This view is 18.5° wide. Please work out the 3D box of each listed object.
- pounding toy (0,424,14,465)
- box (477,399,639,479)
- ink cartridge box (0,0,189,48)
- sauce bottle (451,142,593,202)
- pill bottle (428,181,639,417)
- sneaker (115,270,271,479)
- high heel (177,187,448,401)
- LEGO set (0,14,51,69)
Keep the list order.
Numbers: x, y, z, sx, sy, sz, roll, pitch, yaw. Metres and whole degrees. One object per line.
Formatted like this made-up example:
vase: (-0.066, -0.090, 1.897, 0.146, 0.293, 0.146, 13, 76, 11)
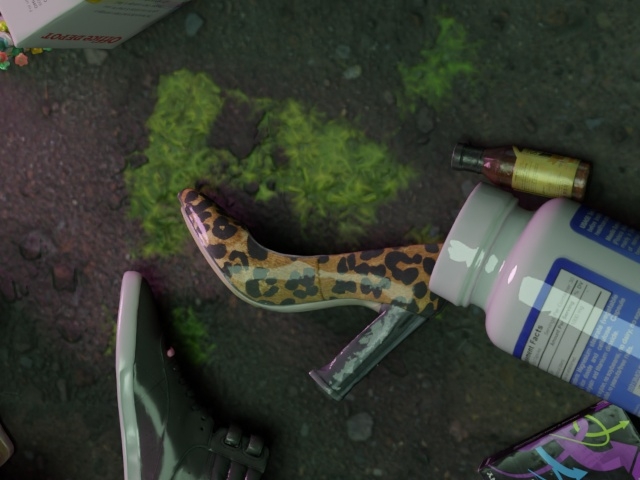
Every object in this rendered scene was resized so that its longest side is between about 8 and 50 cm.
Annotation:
pounding toy: (-0.410, 0.186, 2.011, 0.154, 0.155, 0.270, 20, 112, 15)
box: (0.247, 0.230, 1.876, 0.162, 0.029, 0.116, -30, 94, 24)
ink cartridge box: (-0.181, -0.298, 1.776, 0.232, 0.171, 0.168, -29, 82, 23)
sauce bottle: (0.185, -0.066, 1.805, 0.128, 0.042, 0.042, 14, 109, 12)
pill bottle: (0.242, 0.054, 1.761, 0.272, 0.152, 0.152, 26, 112, 10)
sneaker: (-0.127, 0.173, 1.955, 0.146, 0.104, 0.296, -6, 89, -3)
high heel: (0.000, 0.000, 1.878, 0.186, 0.093, 0.261, -44, 80, 6)
LEGO set: (-0.374, -0.206, 1.900, 0.287, 0.107, 0.132, 23, 123, 4)
